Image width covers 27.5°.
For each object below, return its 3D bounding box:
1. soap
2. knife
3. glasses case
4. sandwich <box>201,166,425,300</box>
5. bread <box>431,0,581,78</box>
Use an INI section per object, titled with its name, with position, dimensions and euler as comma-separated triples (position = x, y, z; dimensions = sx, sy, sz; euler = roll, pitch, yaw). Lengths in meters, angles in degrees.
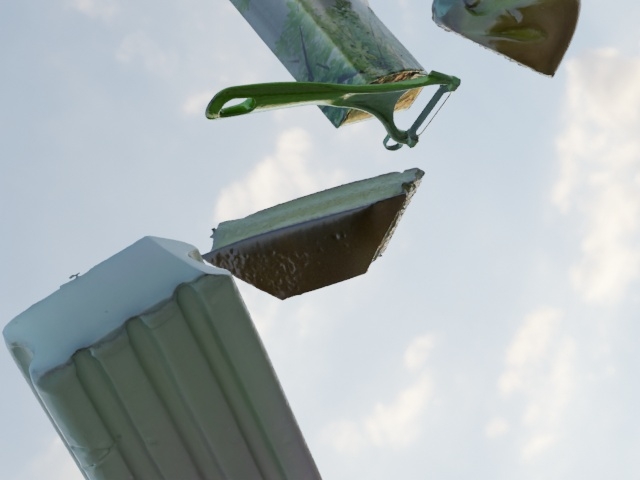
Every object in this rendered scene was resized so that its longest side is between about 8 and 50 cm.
[soap]
position = -0.118, 0.149, 1.076
dimensions = 0.173, 0.095, 0.290
euler = -33, -54, -16
[knife]
position = 0.003, -0.084, 0.819
dimensions = 0.166, 0.023, 0.078
euler = -1, -38, -27
[glasses case]
position = -0.024, -0.216, 1.107
dimensions = 0.095, 0.272, 0.062
euler = -20, -26, -44
[sandwich]
position = 0.000, 0.000, 1.436
dimensions = 0.096, 0.258, 0.094
euler = 67, -155, -15
[bread]
position = 0.241, -0.314, 1.663
dimensions = 0.158, 0.261, 0.156
euler = 23, -79, -20
